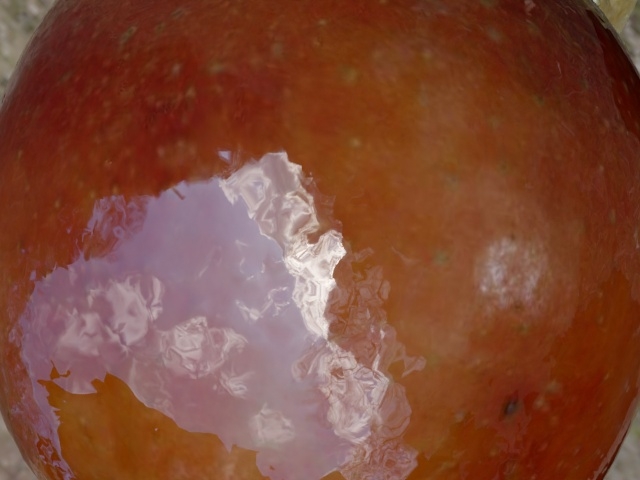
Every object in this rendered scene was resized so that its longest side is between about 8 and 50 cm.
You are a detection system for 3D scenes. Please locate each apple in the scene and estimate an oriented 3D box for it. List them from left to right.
[{"bbox_3d":[0.000,0.000,0.496,0.218,0.201,0.218,13,171,2],"label":"apple"}]

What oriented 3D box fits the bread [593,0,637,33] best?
[{"bbox_3d":[0.176,-0.205,1.005,0.039,0.251,0.182,28,119,26],"label":"bread"}]
